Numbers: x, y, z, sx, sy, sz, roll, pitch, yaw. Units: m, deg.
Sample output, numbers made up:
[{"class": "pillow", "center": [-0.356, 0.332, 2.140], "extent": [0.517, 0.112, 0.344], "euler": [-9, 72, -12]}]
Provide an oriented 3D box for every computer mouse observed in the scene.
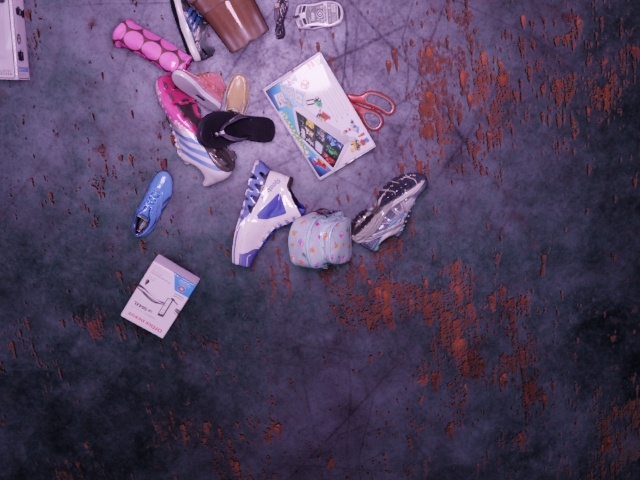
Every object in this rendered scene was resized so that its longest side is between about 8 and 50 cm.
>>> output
[{"class": "computer mouse", "center": [-0.032, -0.617, 1.661], "extent": [0.192, 0.042, 0.106], "euler": [-2, 100, 3]}]

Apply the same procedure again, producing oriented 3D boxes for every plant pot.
[{"class": "plant pot", "center": [-0.231, -0.603, 1.600], "extent": [0.167, 0.167, 0.165], "euler": [-31, 112, 5]}]

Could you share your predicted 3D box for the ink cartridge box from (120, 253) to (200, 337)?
[{"class": "ink cartridge box", "center": [-0.482, 0.170, 1.812], "extent": [0.148, 0.086, 0.203], "euler": [31, 100, -10]}]

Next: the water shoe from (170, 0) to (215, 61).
[{"class": "water shoe", "center": [-0.350, -0.597, 1.643], "extent": [0.080, 0.073, 0.203], "euler": [-21, 111, -16]}]

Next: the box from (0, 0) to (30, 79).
[{"class": "box", "center": [-0.884, -0.579, 1.602], "extent": [0.169, 0.087, 0.290], "euler": [0, 105, -3]}]

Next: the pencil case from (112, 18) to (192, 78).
[{"class": "pencil case", "center": [-0.453, -0.511, 1.629], "extent": [0.209, 0.098, 0.095], "euler": [32, 57, -2]}]

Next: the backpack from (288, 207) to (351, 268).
[{"class": "backpack", "center": [0.000, 0.000, 1.723], "extent": [0.188, 0.144, 0.166], "euler": [-15, 112, -46]}]

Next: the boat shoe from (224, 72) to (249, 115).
[{"class": "boat shoe", "center": [-0.240, -0.375, 1.693], "extent": [0.068, 0.072, 0.190], "euler": [8, 104, -5]}]

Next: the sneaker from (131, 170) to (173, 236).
[{"class": "sneaker", "center": [-0.489, -0.103, 1.747], "extent": [0.069, 0.082, 0.209], "euler": [26, 100, -7]}]

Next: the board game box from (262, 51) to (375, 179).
[{"class": "board game box", "center": [-0.002, -0.351, 1.711], "extent": [0.193, 0.053, 0.305], "euler": [-30, 106, 10]}]

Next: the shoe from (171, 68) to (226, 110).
[{"class": "shoe", "center": [-0.328, -0.432, 1.636], "extent": [0.063, 0.178, 0.081], "euler": [3, 71, 35]}]

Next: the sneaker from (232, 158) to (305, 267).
[{"class": "sneaker", "center": [-0.144, -0.061, 1.750], "extent": [0.182, 0.127, 0.316], "euler": [15, 101, -4]}]

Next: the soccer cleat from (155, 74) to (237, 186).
[{"class": "soccer cleat", "center": [-0.376, -0.299, 1.688], "extent": [0.143, 0.116, 0.331], "euler": [-33, 94, 35]}]

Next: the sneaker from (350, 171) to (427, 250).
[{"class": "sneaker", "center": [0.215, -0.084, 1.790], "extent": [0.283, 0.110, 0.122], "euler": [-42, 120, 10]}]

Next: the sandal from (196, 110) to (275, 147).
[{"class": "sandal", "center": [-0.224, -0.308, 1.646], "extent": [0.254, 0.054, 0.097], "euler": [-15, 106, -40]}]

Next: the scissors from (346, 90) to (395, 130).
[{"class": "scissors", "center": [0.071, -0.416, 1.728], "extent": [0.297, 0.021, 0.109], "euler": [26, 106, -7]}]
